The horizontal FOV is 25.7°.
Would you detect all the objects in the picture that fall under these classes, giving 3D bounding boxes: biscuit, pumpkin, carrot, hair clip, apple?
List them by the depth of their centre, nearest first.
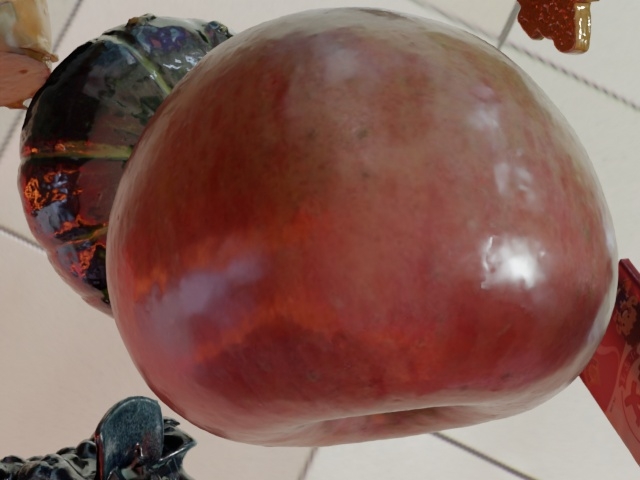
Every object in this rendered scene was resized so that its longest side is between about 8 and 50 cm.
[{"bbox_3d":[0.022,-0.009,0.920,0.344,0.345,0.270,-4,74,-7],"label":"apple"},{"bbox_3d":[-0.142,-0.064,1.395,0.323,0.241,0.323,1,88,-33],"label":"pumpkin"},{"bbox_3d":[-0.236,0.261,1.425,0.310,0.206,0.195,-17,94,-52],"label":"hair clip"},{"bbox_3d":[-0.445,-0.335,1.685,0.224,0.224,0.341,-10,75,-8],"label":"carrot"},{"bbox_3d":[0.316,-0.363,1.831,0.041,0.239,0.212,-6,50,-24],"label":"biscuit"}]

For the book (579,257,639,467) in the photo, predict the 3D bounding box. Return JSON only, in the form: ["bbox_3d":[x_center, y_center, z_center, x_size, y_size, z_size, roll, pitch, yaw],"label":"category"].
[{"bbox_3d":[0.351,0.150,1.496,0.022,0.232,0.162,0,126,-20],"label":"book"}]
